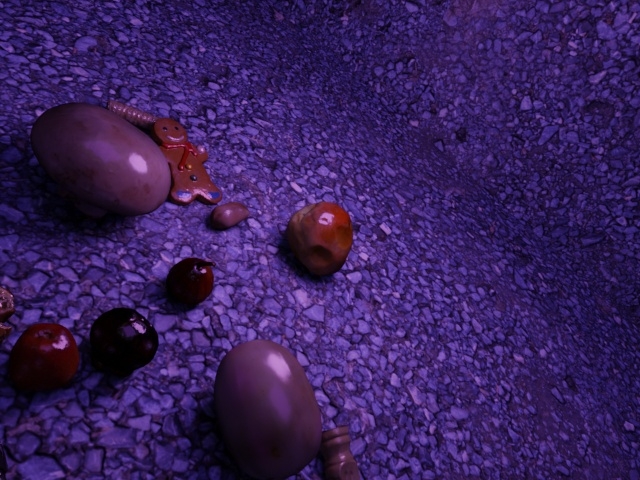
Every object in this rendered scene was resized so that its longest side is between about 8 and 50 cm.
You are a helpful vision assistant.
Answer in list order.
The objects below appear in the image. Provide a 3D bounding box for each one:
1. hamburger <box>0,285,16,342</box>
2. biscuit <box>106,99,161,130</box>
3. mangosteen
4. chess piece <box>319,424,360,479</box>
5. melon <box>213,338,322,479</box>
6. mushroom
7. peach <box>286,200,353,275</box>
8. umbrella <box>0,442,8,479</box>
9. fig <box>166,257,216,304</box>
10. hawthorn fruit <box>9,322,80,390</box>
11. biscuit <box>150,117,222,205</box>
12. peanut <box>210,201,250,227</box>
[{"bbox_3d":[-0.731,0.131,1.024,0.283,0.156,0.144,33,18,-15],"label":"hamburger"},{"bbox_3d":[-0.582,-0.394,1.766,0.219,0.055,0.061,20,5,-25],"label":"biscuit"},{"bbox_3d":[-0.434,0.225,1.191,0.152,0.152,0.152,22,40,-20],"label":"mangosteen"},{"bbox_3d":[0.052,0.551,1.299,0.090,0.090,0.200,1,62,-39],"label":"chess piece"},{"bbox_3d":[-0.119,0.376,1.215,0.223,0.223,0.317,-3,58,-41],"label":"melon"},{"bbox_3d":[-0.577,-0.180,1.413,0.362,0.294,0.362,35,8,-6],"label":"mushroom"},{"bbox_3d":[0.000,0.000,1.730,0.214,0.214,0.235,-32,111,-51],"label":"peach"},{"bbox_3d":[-0.605,0.365,0.965,0.066,0.059,0.235,-24,69,-26],"label":"umbrella"},{"bbox_3d":[-0.331,0.104,1.403,0.128,0.150,0.128,3,82,-19],"label":"fig"},{"bbox_3d":[-0.546,0.228,1.087,0.133,0.138,0.132,19,44,-19],"label":"hawthorn fruit"},{"bbox_3d":[-0.436,-0.254,1.706,0.205,0.049,0.324,-7,65,-42],"label":"biscuit"},{"bbox_3d":[-0.278,-0.080,1.679,0.076,0.076,0.152,48,40,12],"label":"peanut"}]
